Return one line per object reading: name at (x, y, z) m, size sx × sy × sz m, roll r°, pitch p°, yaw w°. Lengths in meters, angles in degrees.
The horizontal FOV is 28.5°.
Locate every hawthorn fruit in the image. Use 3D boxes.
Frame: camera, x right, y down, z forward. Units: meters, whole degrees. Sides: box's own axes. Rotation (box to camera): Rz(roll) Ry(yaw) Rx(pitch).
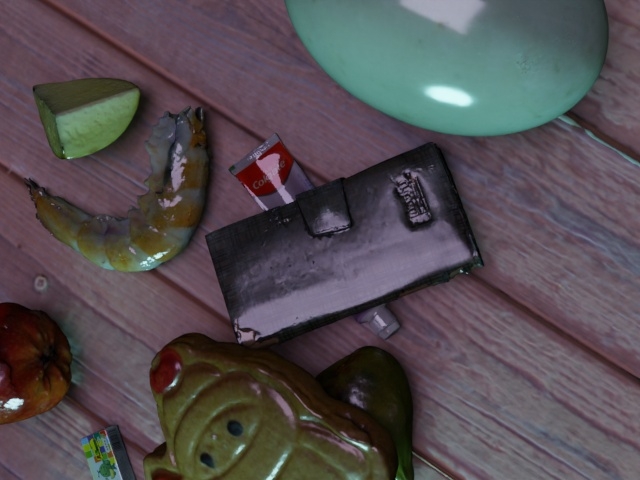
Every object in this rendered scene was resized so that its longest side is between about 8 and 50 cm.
hawthorn fruit at (-0.420, 0.162, 1.661) m, size 0.179 × 0.173 × 0.174 m, roll -1°, pitch 90°, yaw 55°

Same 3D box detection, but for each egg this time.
egg at (0.138, -0.266, 1.431) m, size 0.388 × 0.276 × 0.276 m, roll 24°, pitch 97°, yaw 13°

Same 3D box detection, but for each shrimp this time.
shrimp at (-0.252, -0.049, 1.668) m, size 0.287 × 0.068 × 0.185 m, roll -22°, pitch 79°, yaw 25°

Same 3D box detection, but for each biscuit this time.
biscuit at (-0.076, 0.281, 1.542) m, size 0.381 × 0.074 × 0.359 m, roll 46°, pitch 124°, yaw 6°

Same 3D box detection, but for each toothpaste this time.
toothpaste at (-0.269, 0.330, 1.679) m, size 0.046 × 0.034 × 0.164 m, roll -22°, pitch 84°, yaw 19°
toothpaste at (0.000, 0.000, 1.594) m, size 0.075 × 0.048 × 0.301 m, roll -42°, pitch 77°, yaw 16°

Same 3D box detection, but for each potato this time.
potato at (-0.306, -0.167, 1.676) m, size 0.120 × 0.149 × 0.081 m, roll -18°, pitch 117°, yaw -18°

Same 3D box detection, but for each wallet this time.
wallet at (0.024, 0.010, 1.540) m, size 0.317 × 0.044 × 0.169 m, roll -21°, pitch 77°, yaw 9°

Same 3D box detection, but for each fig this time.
fig at (0.065, 0.226, 1.535) m, size 0.133 × 0.126 × 0.185 m, roll -32°, pitch 77°, yaw 1°
